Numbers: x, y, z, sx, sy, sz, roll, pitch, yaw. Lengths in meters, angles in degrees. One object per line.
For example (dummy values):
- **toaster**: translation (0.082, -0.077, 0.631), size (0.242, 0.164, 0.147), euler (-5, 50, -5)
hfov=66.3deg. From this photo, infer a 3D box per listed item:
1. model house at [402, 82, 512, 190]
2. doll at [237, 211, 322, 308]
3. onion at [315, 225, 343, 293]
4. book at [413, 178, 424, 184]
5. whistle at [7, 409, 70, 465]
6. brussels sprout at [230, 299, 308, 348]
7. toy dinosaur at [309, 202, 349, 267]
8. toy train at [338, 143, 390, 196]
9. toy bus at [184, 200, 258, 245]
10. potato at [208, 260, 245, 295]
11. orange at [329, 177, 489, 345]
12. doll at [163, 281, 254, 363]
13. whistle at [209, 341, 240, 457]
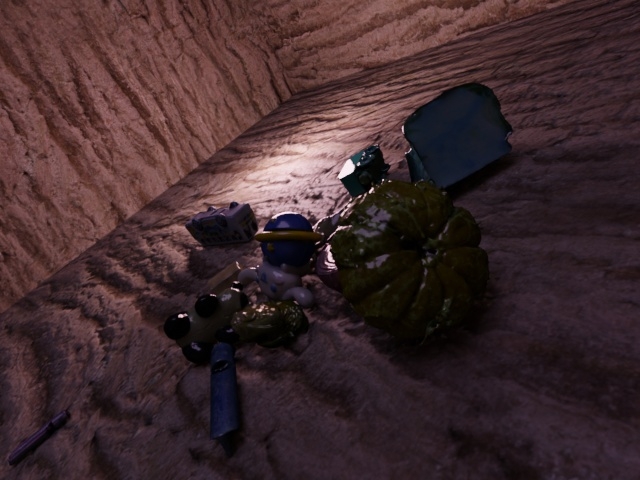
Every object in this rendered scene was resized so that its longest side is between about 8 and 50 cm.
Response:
- **model house**: translation (0.367, -0.275, 1.389), size (0.261, 0.226, 0.241), euler (-29, -5, 0)
- **doll**: translation (-0.106, 0.051, 1.318), size (0.159, 0.243, 0.310), euler (-13, 3, -44)
- **onion**: translation (0.098, 0.036, 1.174), size (0.227, 0.120, 0.283), euler (-30, 18, 1)
- **book**: translation (0.210, -0.101, 1.335), size (0.172, 0.118, 0.012), euler (-28, 65, 8)
- **whistle**: translation (-0.752, 0.524, 1.311), size (0.176, 0.033, 0.033), euler (-41, 27, -21)
- **brussels sprout**: translation (-0.125, 0.194, 1.162), size (0.180, 0.101, 0.139), euler (-18, 17, 28)
- **toy dinosaur**: translation (-0.006, -0.004, 1.416), size (0.294, 0.077, 0.162), euler (-25, 32, 16)
- **toy train**: translation (0.148, -0.238, 1.655), size (0.154, 0.107, 0.198), euler (-23, 25, 34)
- **toy bus**: translation (-0.371, -0.058, 1.850), size (0.329, 0.136, 0.109), euler (-5, 33, 44)
- **potato**: translation (-0.283, 0.125, 1.503), size (0.122, 0.061, 0.086), euler (-34, 27, -6)
- **orange**: translation (0.155, 0.035, 0.926), size (0.300, 0.301, 0.223), euler (-48, 2, -24)
- **doll**: translation (-0.281, 0.205, 1.257), size (0.234, 0.144, 0.135), euler (-33, 10, 7)
- **whistle**: translation (-0.204, 0.325, 1.044), size (0.062, 0.062, 0.304), euler (-30, 25, 1)
